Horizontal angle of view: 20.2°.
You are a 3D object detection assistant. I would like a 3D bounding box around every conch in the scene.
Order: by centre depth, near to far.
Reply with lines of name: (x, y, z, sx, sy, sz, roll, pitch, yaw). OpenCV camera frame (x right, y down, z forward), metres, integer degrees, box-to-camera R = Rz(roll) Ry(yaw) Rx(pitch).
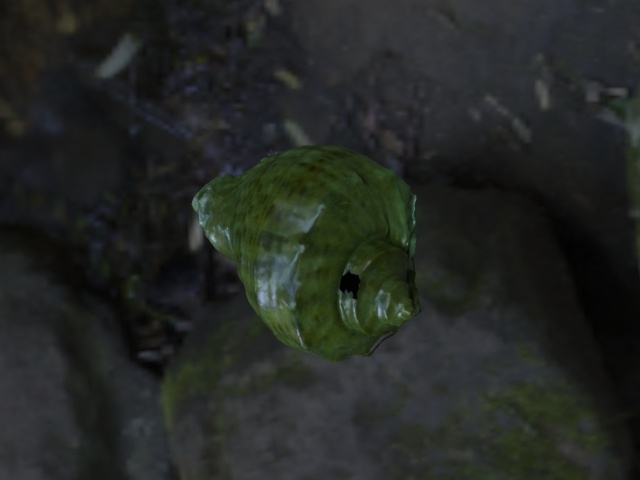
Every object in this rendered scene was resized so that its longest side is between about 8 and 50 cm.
conch: (0.000, 0.000, 0.767, 0.121, 0.089, 0.074, 33, 155, 34)
